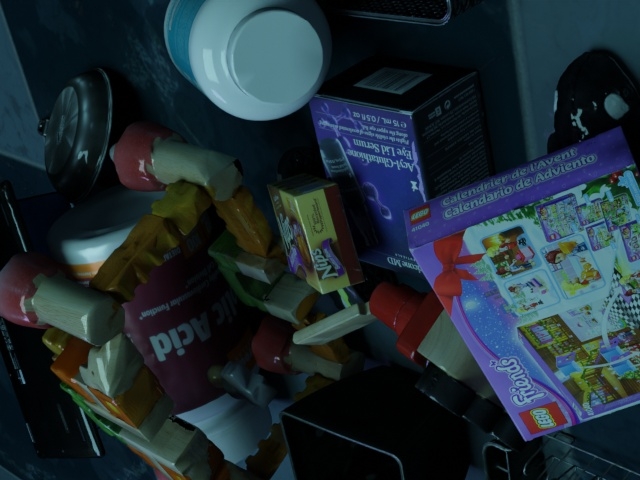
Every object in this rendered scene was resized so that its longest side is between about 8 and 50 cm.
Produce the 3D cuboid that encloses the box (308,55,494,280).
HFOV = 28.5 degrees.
[{"bbox_3d":[0.093,-0.076,1.333,0.153,0.108,0.207,15,129,44],"label":"box"}]

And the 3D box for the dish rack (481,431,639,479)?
[{"bbox_3d":[0.318,0.331,1.430,0.271,0.074,0.208,19,133,42],"label":"dish rack"}]

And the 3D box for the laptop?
[{"bbox_3d":[-0.355,0.099,1.850,0.408,0.236,0.382,-17,93,59],"label":"laptop"}]

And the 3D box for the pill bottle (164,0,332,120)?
[{"bbox_3d":[-0.075,-0.207,1.314,0.264,0.146,0.146,-134,22,-69],"label":"pill bottle"}]

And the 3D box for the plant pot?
[{"bbox_3d":[0.084,0.264,1.575,0.188,0.167,0.187,14,129,37],"label":"plant pot"}]

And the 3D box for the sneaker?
[{"bbox_3d":[0.000,0.000,1.538,0.097,0.084,0.235,-12,108,57],"label":"sneaker"}]

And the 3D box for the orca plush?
[{"bbox_3d":[0.251,-0.025,1.180,0.151,0.102,0.287,28,138,35],"label":"orca plush"}]

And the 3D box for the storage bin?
[{"bbox_3d":[0.075,-0.282,1.200,0.180,0.084,0.122,17,131,45],"label":"storage bin"}]

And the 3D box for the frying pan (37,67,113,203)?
[{"bbox_3d":[-0.370,-0.183,1.844,0.326,0.053,0.197,52,125,51],"label":"frying pan"}]

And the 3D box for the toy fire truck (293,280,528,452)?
[{"bbox_3d":[0.116,0.117,1.367,0.246,0.158,0.217,34,180,41],"label":"toy fire truck"}]

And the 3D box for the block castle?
[{"bbox_3d":[-0.167,0.108,1.544,0.212,0.303,0.453,17,150,41],"label":"block castle"}]

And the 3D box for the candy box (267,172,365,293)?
[{"bbox_3d":[-0.008,-0.012,1.377,0.186,0.053,0.109,-153,46,-76],"label":"candy box"}]

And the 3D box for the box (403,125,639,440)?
[{"bbox_3d":[0.224,0.050,1.138,0.200,0.057,0.293,-21,130,15],"label":"box"}]

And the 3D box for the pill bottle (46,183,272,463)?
[{"bbox_3d":[-0.216,0.125,1.793,0.224,0.224,0.392,9,125,48],"label":"pill bottle"}]
